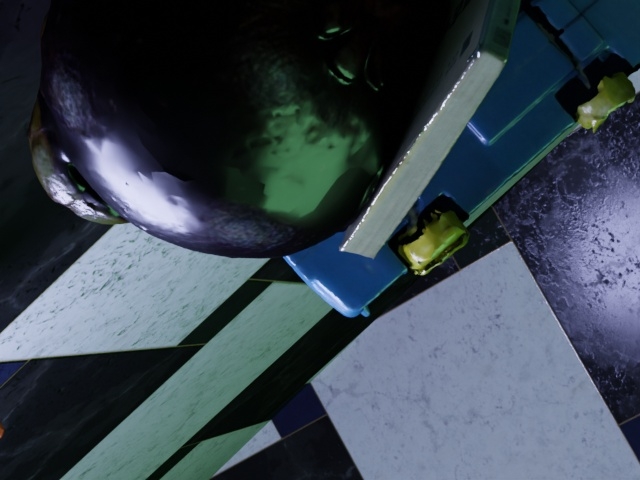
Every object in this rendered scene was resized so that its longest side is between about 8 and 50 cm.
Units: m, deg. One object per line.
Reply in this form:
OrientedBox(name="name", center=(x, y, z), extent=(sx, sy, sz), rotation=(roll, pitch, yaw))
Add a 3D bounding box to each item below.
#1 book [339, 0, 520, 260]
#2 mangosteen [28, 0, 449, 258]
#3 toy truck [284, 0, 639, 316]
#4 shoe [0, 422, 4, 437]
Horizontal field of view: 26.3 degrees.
OrientedBox(name="book", center=(0.091, -0.150, 0.861), extent=(0.215, 0.025, 0.283), rotation=(122, -11, -52))
OrientedBox(name="mangosteen", center=(-0.058, -0.115, 0.863), extent=(0.287, 0.233, 0.287), rotation=(-163, -90, -78))
OrientedBox(name="toy truck", center=(0.120, -0.098, 1.157), extent=(0.385, 0.161, 0.162), rotation=(-42, 178, -7))
OrientedBox(name="shoe", center=(-0.374, 0.178, 1.082), extent=(0.132, 0.171, 0.336), rotation=(-46, 169, 27))
